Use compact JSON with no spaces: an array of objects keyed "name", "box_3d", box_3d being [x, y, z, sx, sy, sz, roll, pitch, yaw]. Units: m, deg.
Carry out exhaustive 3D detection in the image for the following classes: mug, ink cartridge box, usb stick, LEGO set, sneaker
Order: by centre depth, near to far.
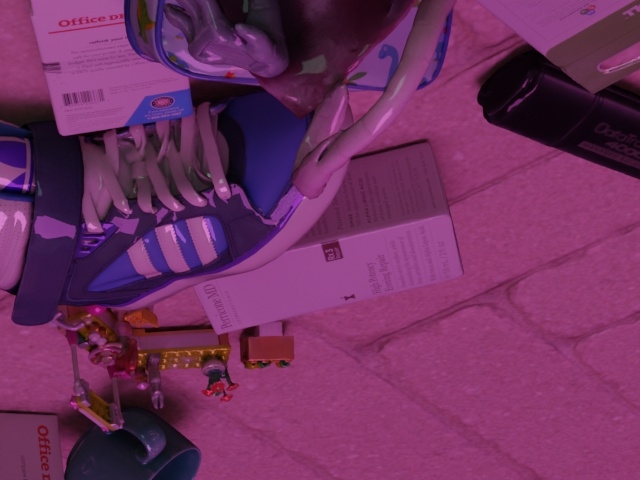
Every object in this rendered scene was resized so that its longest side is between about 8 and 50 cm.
[{"name":"ink cartridge box","box_3d":[-0.152,-0.157,1.294,0.104,0.060,0.180,-9,148,-5]},{"name":"ink cartridge box","box_3d":[0.190,-0.196,1.339,0.109,0.062,0.209,-29,144,26]},{"name":"sneaker","box_3d":[-0.159,-0.045,1.401,0.323,0.130,0.236,-30,148,36]},{"name":"usb stick","box_3d":[0.251,-0.096,1.534,0.278,0.045,0.077,17,132,-37]},{"name":"LEGO set","box_3d":[-0.151,0.119,1.684,0.132,0.107,0.287,-34,141,32]},{"name":"ink cartridge box","box_3d":[-0.355,0.245,1.788,0.190,0.140,0.082,4,143,-25]},{"name":"mug","box_3d":[-0.194,0.224,1.831,0.129,0.097,0.158,-15,137,-62]}]

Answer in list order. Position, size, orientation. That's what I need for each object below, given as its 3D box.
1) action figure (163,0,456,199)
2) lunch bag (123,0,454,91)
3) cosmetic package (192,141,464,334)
[{"name":"action figure","box_3d":[0.083,-0.240,1.031,0.370,0.276,0.248,-31,178,-36]},{"name":"lunch bag","box_3d":[-0.014,-0.190,1.197,0.219,0.090,0.176,1,103,-23]},{"name":"cosmetic package","box_3d":[0.000,0.000,1.569,0.231,0.085,0.117,-15,147,4]}]
